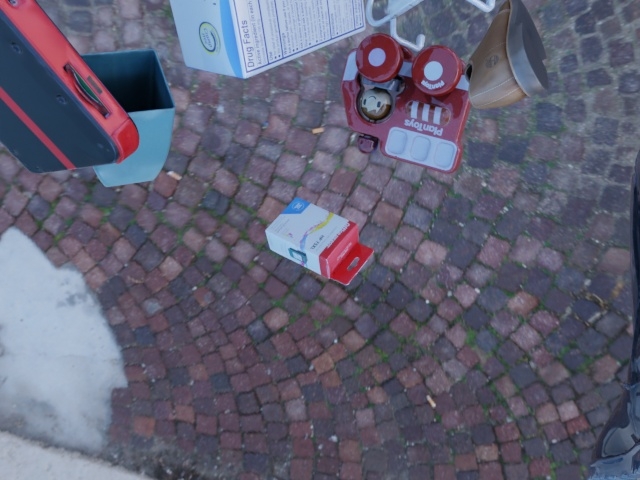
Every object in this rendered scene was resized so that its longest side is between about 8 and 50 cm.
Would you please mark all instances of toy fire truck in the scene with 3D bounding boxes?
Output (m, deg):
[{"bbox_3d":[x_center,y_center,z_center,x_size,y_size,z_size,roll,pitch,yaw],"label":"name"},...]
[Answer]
[{"bbox_3d":[0.180,-0.297,1.401,0.302,0.169,0.254,18,102,18],"label":"toy fire truck"}]

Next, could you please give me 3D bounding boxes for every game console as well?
[{"bbox_3d":[-0.505,-0.267,1.048,0.342,0.060,0.386,1,138,39],"label":"game console"}]

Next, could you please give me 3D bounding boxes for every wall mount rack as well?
[{"bbox_3d":[0.248,-0.578,1.338,0.130,0.350,0.304,12,74,-34],"label":"wall mount rack"}]

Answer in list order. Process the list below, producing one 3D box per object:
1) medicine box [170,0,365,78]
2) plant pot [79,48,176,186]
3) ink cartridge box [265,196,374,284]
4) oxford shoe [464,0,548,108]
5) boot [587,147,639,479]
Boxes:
[{"bbox_3d":[-0.083,-0.424,0.986,0.149,0.289,0.263,21,131,39],"label":"medicine box"},{"bbox_3d":[-0.386,-0.224,1.265,0.165,0.234,0.165,-12,59,-21],"label":"plant pot"},{"bbox_3d":[0.000,0.000,1.558,0.231,0.134,0.078,25,147,25],"label":"ink cartridge box"},{"bbox_3d":[0.182,-0.192,0.649,0.076,0.212,0.076,-24,110,32],"label":"oxford shoe"},{"bbox_3d":[0.482,0.118,0.934,0.146,0.367,0.445,5,65,6],"label":"boot"}]
